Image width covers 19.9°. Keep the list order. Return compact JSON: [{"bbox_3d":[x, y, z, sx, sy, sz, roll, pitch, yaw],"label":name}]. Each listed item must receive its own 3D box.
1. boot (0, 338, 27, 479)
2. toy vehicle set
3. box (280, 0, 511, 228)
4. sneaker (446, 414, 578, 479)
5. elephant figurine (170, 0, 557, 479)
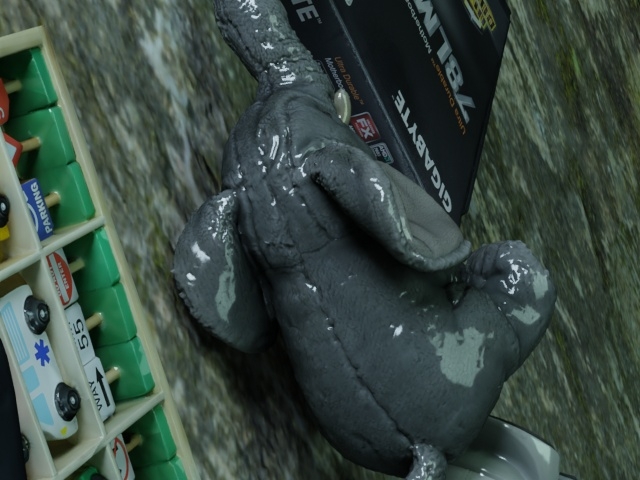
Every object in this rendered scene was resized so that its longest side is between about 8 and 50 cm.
[{"bbox_3d":[-0.101,0.158,0.647,0.207,0.094,0.246,38,43,-45],"label":"boot"},{"bbox_3d":[-0.124,0.053,0.760,0.166,0.035,0.267,-39,113,-65],"label":"toy vehicle set"},{"bbox_3d":[0.030,-0.179,1.205,0.295,0.073,0.293,61,26,-30],"label":"box"},{"bbox_3d":[0.103,0.235,1.104,0.146,0.122,0.330,-65,149,-23],"label":"sneaker"},{"bbox_3d":[0.000,0.000,0.971,0.169,0.186,0.239,-44,115,-14],"label":"elephant figurine"}]
